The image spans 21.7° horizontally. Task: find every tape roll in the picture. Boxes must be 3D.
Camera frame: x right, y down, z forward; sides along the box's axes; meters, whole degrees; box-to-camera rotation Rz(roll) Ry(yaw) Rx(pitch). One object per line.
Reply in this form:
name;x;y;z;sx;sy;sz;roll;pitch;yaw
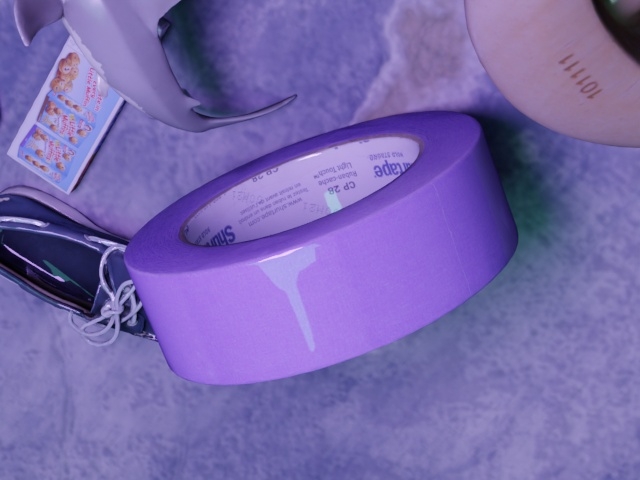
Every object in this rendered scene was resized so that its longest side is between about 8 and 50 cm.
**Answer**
tape roll;0.000;0.000;1.216;0.275;0.275;0.090;-14;107;22

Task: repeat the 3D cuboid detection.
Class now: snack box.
snack box;-0.191;-0.122;1.364;0.064;0.022;0.178;34;119;-1

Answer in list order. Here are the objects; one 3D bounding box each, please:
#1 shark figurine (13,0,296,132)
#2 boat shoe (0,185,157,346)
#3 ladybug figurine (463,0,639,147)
shark figurine;-0.119;-0.154;1.210;0.116;0.166;0.278;-23;125;21
boat shoe;-0.178;0.034;1.398;0.255;0.079;0.095;29;118;3
ladybug figurine;0.289;-0.244;1.056;0.449;0.162;0.305;-33;119;20
